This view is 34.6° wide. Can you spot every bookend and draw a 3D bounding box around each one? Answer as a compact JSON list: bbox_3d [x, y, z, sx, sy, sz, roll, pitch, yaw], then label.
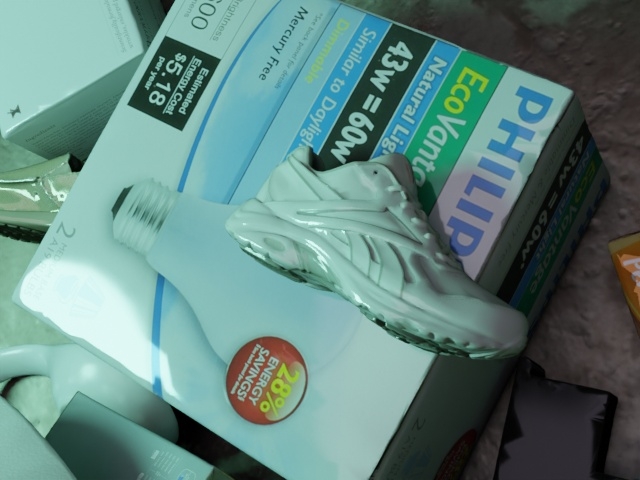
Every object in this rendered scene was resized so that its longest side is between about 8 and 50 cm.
[{"bbox_3d":[0.227,0.188,0.836,0.156,0.072,0.157,9,80,24],"label":"bookend"}]

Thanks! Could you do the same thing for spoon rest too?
[{"bbox_3d":[-0.256,0.149,1.023,0.276,0.137,0.084,3,39,28],"label":"spoon rest"}]

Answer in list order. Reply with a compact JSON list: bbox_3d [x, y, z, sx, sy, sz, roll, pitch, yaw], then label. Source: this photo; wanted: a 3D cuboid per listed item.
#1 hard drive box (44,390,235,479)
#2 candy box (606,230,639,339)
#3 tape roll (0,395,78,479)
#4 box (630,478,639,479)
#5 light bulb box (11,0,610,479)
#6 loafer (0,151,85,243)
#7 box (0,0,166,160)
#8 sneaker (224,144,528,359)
[{"bbox_3d":[-0.114,0.230,0.848,0.232,0.181,0.089,11,63,51],"label":"hard drive box"},{"bbox_3d":[0.362,0.123,0.791,0.183,0.087,0.316,-20,70,17],"label":"candy box"},{"bbox_3d":[-0.227,0.304,0.844,0.072,0.392,0.392,-28,61,-31],"label":"tape roll"},{"bbox_3d":[0.249,0.200,0.746,0.169,0.054,0.059,-18,72,22],"label":"box"},{"bbox_3d":[0.000,0.000,0.891,0.361,0.225,0.358,26,87,26],"label":"light bulb box"},{"bbox_3d":[-0.279,-0.046,1.088,0.269,0.102,0.092,8,78,14],"label":"loafer"},{"bbox_3d":[-0.258,-0.206,1.104,0.182,0.119,0.181,-27,69,13],"label":"box"},{"bbox_3d":[0.047,-0.002,0.703,0.232,0.090,0.115,28,84,23],"label":"sneaker"}]
